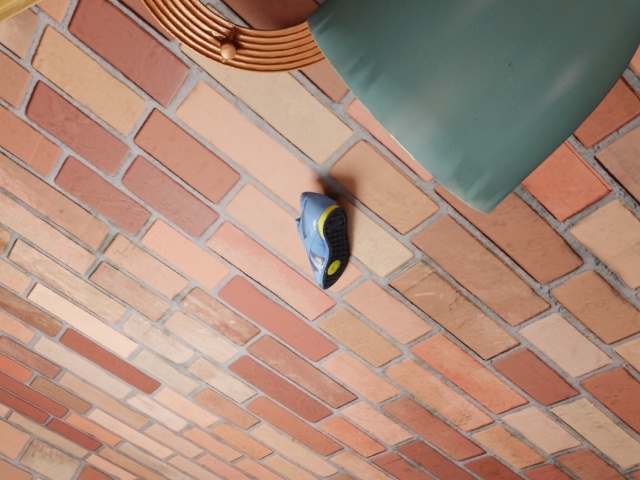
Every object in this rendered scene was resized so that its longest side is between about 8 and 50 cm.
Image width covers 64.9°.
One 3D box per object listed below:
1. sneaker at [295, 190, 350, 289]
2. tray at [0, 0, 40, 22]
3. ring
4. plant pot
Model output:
[{"bbox_3d":[0.000,0.000,0.876,0.082,0.069,0.209,34,148,30],"label":"sneaker"},{"bbox_3d":[-0.350,-0.410,0.595,0.411,0.076,0.202,-13,129,21],"label":"tray"},{"bbox_3d":[-0.065,-0.342,0.567,0.337,0.032,0.336,-3,134,-3],"label":"ring"},{"bbox_3d":[0.172,-0.214,0.518,0.293,0.293,0.235,40,115,-17],"label":"plant pot"}]
